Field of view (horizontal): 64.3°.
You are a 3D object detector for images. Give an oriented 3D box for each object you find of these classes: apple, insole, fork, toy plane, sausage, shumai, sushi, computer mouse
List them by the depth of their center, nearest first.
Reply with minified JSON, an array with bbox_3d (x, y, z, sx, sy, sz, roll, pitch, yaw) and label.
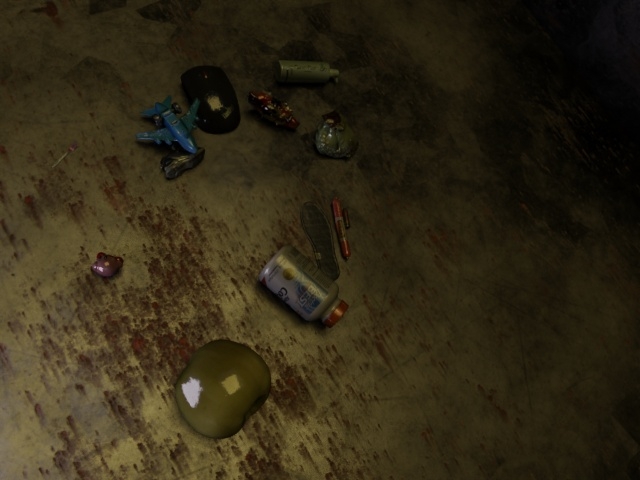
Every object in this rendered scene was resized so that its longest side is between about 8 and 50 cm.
[{"bbox_3d":[-0.271,0.408,1.421,0.263,0.262,0.262,7,65,-16],"label":"apple"},{"bbox_3d":[-0.835,-0.278,1.662,0.016,0.012,0.115,31,66,1],"label":"fork"},{"bbox_3d":[-0.499,-0.395,1.741,0.254,0.105,0.271,-36,59,-14],"label":"toy plane"},{"bbox_3d":[0.000,0.000,1.825,0.110,0.012,0.309,-6,69,-22],"label":"insole"},{"bbox_3d":[0.076,-0.045,1.858,0.034,0.034,0.253,-4,69,-20],"label":"sausage"},{"bbox_3d":[-0.397,-0.530,1.872,0.170,0.100,0.269,-19,75,-27],"label":"computer mouse"},{"bbox_3d":[-0.178,-0.500,1.936,0.226,0.097,0.103,33,66,-20],"label":"sushi"},{"bbox_3d":[0.077,-0.418,1.961,0.184,0.142,0.184,6,66,-13],"label":"shumai"}]

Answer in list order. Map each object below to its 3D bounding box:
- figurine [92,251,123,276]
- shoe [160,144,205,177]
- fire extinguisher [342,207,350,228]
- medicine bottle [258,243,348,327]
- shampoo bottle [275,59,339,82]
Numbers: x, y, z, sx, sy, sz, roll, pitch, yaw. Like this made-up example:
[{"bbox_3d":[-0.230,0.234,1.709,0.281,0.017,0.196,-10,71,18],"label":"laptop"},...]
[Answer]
[{"bbox_3d":[-0.642,0.075,1.540,0.083,0.071,0.066,1,109,-10],"label":"figurine"},{"bbox_3d":[-0.484,-0.291,1.758,0.169,0.071,0.099,-38,77,-28],"label":"shoe"},{"bbox_3d":[0.095,-0.085,1.890,0.028,0.022,0.083,23,53,-53],"label":"fire extinguisher"},{"bbox_3d":[-0.047,0.156,1.656,0.289,0.157,0.157,40,61,2],"label":"medicine bottle"},{"bbox_3d":[-0.048,-0.683,2.066,0.263,0.085,0.085,-6,69,-22],"label":"shampoo bottle"}]
